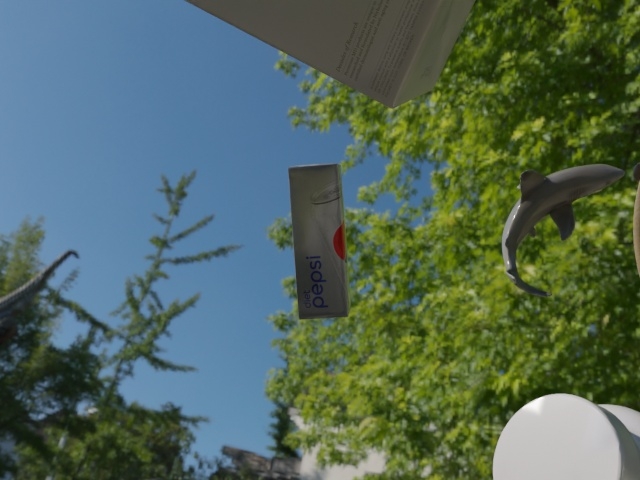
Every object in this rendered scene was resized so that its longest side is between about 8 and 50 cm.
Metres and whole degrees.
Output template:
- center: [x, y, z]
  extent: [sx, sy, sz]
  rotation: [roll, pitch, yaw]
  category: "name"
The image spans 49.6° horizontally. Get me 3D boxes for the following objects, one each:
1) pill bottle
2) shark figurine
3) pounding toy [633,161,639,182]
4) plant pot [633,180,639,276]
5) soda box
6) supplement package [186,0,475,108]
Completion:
- center: [0.405, 0.336, 0.900]
  extent: [0.362, 0.210, 0.210]
  rotation: [30, -37, -31]
  category: "pill bottle"
- center: [0.332, -0.047, 1.096]
  extent: [0.166, 0.278, 0.116]
  rotation: [23, -24, 45]
  category: "shark figurine"
- center: [0.502, -0.060, 0.752]
  extent: [0.154, 0.155, 0.269]
  rotation: [-6, 13, -31]
  category: "pounding toy"
- center: [0.369, -0.005, 0.459]
  extent: [0.237, 0.237, 0.254]
  rotation: [-18, -13, 38]
  category: "plant pot"
- center: [0.000, 0.000, 1.304]
  extent: [0.098, 0.287, 0.091]
  rotation: [-3, 4, 6]
  category: "soda box"
- center: [0.015, -0.301, 0.782]
  extent: [0.292, 0.177, 0.175]
  rotation: [30, -62, 12]
  category: "supplement package"
